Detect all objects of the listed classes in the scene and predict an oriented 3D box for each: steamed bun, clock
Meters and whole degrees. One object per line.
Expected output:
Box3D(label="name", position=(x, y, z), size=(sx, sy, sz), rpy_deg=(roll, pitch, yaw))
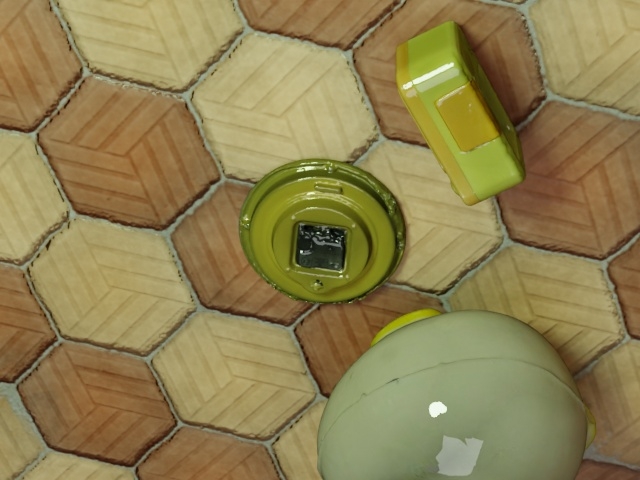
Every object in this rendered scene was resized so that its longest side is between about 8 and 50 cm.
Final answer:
Box3D(label="steamed bun", position=(0.176, 0.264, 1.910), size=(0.374, 0.334, 0.334), rpy_deg=(-34, 111, 30))
Box3D(label="clock", position=(0.000, 0.000, 1.924), size=(0.237, 0.057, 0.237), rpy_deg=(3, 121, 5))
Box3D(label="clock", position=(0.173, -0.157, 1.750), size=(0.096, 0.143, 0.202), rpy_deg=(-23, 115, 18))
